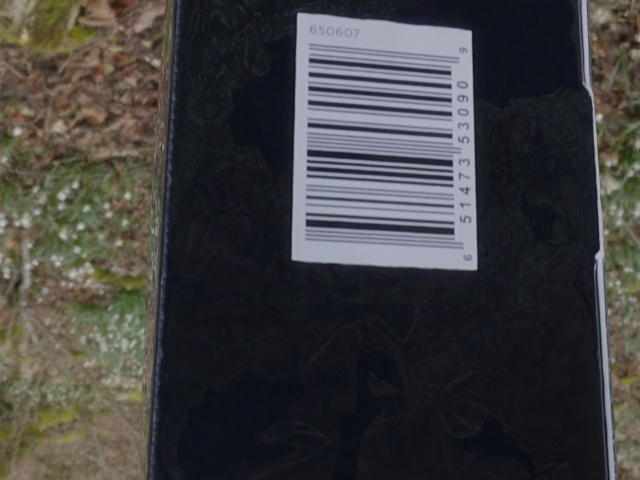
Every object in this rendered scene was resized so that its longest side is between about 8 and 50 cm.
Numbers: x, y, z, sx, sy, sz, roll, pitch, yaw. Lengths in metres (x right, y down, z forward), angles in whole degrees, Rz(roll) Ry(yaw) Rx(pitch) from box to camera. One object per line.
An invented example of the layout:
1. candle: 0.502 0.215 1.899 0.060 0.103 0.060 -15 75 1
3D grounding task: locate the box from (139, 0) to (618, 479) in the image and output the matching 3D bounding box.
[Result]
1. box: 0.000 0.000 0.767 0.297 0.480 0.472 3 166 -10
